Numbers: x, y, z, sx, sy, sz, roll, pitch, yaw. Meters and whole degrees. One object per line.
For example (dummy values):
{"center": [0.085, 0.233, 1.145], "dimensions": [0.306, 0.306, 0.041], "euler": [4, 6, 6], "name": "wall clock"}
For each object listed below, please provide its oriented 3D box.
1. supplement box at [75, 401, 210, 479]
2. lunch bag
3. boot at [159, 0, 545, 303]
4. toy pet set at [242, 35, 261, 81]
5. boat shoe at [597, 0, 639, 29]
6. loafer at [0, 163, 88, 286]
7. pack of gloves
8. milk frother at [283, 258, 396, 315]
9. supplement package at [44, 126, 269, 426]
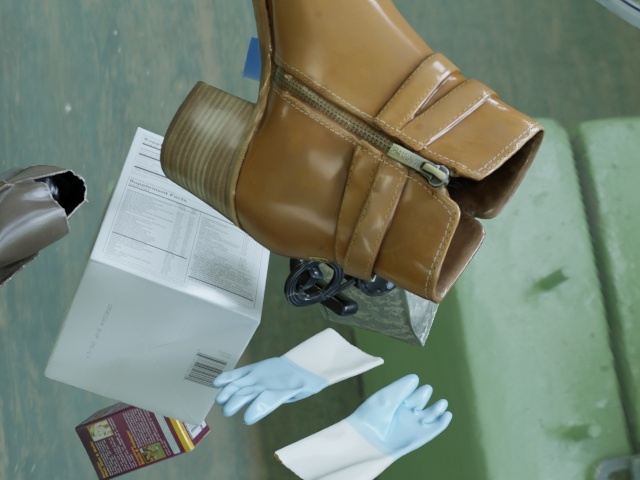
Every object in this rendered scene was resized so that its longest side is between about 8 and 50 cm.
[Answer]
{"center": [-0.292, 0.311, 1.603], "dimensions": [0.104, 0.188, 0.081], "euler": [65, 21, -5], "name": "supplement box"}
{"center": [0.098, 0.066, 1.931], "dimensions": [0.235, 0.287, 0.169], "euler": [14, 68, 23], "name": "lunch bag"}
{"center": [0.042, -0.115, 0.624], "dimensions": [0.220, 0.109, 0.283], "euler": [25, 80, 28], "name": "boot"}
{"center": [-0.039, -0.220, 1.018], "dimensions": [0.065, 0.122, 0.114], "euler": [11, 102, -17], "name": "toy pet set"}
{"center": [0.352, -0.310, 1.083], "dimensions": [0.302, 0.094, 0.109], "euler": [19, 75, -6], "name": "boat shoe"}
{"center": [-0.445, -0.037, 1.435], "dimensions": [0.130, 0.366, 0.134], "euler": [-14, 114, 12], "name": "loafer"}
{"center": [0.018, 0.153, 0.999], "dimensions": [0.195, 0.046, 0.232], "euler": [31, 29, 29], "name": "pack of gloves"}
{"center": [0.000, 0.000, 0.992], "dimensions": [0.143, 0.134, 0.129], "euler": [28, 96, -50], "name": "milk frother"}
{"center": [-0.184, 0.040, 1.183], "dimensions": [0.198, 0.199, 0.263], "euler": [21, 36, -13], "name": "supplement package"}
